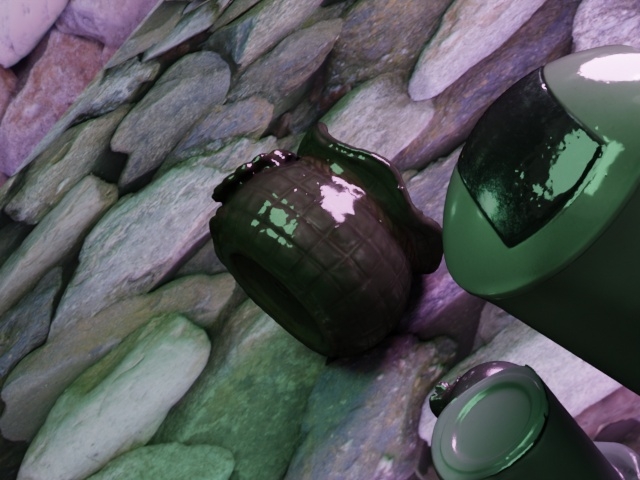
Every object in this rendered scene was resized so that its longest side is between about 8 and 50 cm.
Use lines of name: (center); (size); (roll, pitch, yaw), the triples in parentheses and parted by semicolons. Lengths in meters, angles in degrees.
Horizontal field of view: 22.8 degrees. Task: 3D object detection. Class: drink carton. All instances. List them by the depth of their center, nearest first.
drink carton: (0.217, 0.247, 1.661); (0.185, 0.189, 0.191); (-33, 30, 23)

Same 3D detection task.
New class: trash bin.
trash bin: (0.326, 0.009, 1.560); (0.280, 0.432, 0.280); (-42, 27, 27)

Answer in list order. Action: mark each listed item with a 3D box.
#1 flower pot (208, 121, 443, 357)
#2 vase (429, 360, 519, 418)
flower pot: (0.000, 0.000, 2.113); (0.213, 0.302, 0.302); (-45, 31, -15)
vase: (0.186, 0.193, 1.842); (0.120, 0.120, 0.183); (-47, 17, -12)
